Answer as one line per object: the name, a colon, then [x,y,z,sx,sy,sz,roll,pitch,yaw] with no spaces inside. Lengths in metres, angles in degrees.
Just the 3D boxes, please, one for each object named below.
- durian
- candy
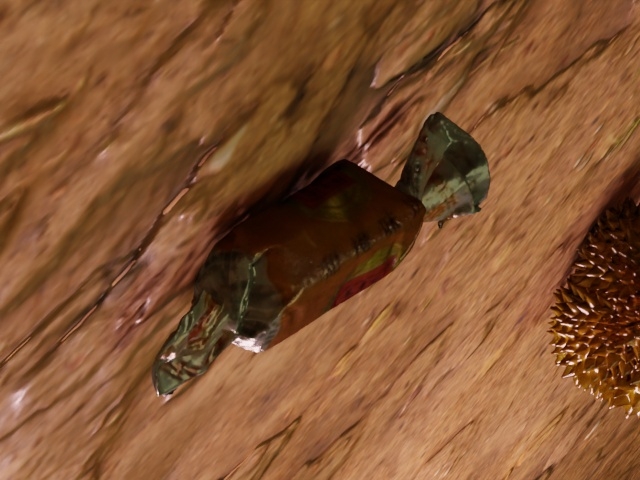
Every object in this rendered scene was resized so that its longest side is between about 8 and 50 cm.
durian: [0.224,0.042,1.220,0.168,0.137,0.158,34,74,-82]
candy: [0.000,0.000,0.684,0.182,0.046,0.053,-30,157,-40]
